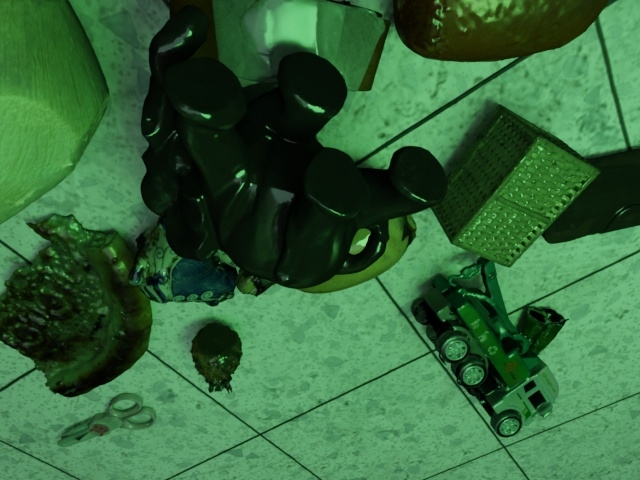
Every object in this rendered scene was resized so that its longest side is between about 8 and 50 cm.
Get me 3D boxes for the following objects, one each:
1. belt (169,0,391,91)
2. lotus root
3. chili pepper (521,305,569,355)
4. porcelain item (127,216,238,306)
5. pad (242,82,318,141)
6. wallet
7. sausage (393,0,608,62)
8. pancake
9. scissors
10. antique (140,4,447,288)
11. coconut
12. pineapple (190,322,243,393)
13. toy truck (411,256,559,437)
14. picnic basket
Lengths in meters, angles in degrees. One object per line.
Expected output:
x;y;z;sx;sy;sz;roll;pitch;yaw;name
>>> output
-0.048;-0.252;0.514;0.261;0.184;0.105;9;121;-10;belt
0.000;0.000;0.682;0.309;0.183;0.183;-25;121;11;lotus root
0.472;0.251;0.957;0.088;0.059;0.227;6;124;-2;chili pepper
-0.193;0.005;0.696;0.186;0.138;0.288;23;121;-26;porcelain item
-0.116;-0.169;0.669;0.211;0.003;0.143;-15;122;5;pad
0.554;-0.089;0.757;0.309;0.042;0.165;-12;121;2;wallet
0.224;-0.308;0.521;0.267;0.153;0.141;-6;145;-1;sausage
-0.471;0.146;0.802;0.304;0.067;0.426;37;114;-23;pancake
-0.518;0.439;1.005;0.242;0.031;0.118;-25;121;6;scissors
-0.062;-0.062;0.480;0.322;0.185;0.255;36;148;-11;antique
-0.409;-0.185;0.438;0.360;0.346;0.346;-29;121;15;coconut
-0.216;0.260;0.886;0.108;0.108;0.198;3;135;-7;pineapple
0.328;0.213;0.836;0.177;0.176;0.364;-32;109;5;toy truck
0.285;-0.089;0.667;0.134;0.154;0.196;17;124;-21;picnic basket
